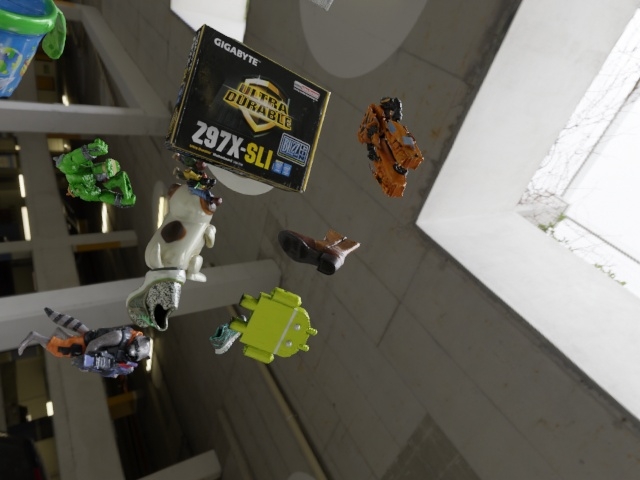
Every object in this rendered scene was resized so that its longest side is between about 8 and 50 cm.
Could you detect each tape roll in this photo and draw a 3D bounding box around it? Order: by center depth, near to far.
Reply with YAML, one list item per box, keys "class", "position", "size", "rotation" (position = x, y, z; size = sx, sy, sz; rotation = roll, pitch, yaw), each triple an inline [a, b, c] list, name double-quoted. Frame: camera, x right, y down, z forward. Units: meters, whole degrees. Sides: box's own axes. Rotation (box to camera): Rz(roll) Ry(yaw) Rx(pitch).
- class: "tape roll"
  position: [-0.343, -0.387, 1.905]
  size: [0.392, 0.392, 0.072]
  rotation: [-60, -175, 41]

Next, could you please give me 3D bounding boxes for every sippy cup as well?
- class: "sippy cup"
  position: [-0.697, -0.426, 0.855]
  size: [0.224, 0.305, 0.240]
  rotation: [-48, -131, 29]

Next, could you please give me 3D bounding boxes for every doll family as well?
- class: "doll family"
  position: [-0.335, -0.163, 1.165]
  size: [0.111, 0.193, 0.076]
  rotation: [20, -105, 17]

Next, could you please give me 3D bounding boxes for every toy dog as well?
- class: "toy dog"
  position: [-0.633, -0.057, 1.902]
  size: [0.284, 0.395, 0.408]
  rotation: [19, -94, 17]

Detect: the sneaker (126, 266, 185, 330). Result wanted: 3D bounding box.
- class: "sneaker"
  position: [-0.613, 0.256, 1.539]
  size: [0.410, 0.158, 0.182]
  rotation: [-46, -133, 43]

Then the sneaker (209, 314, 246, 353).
- class: "sneaker"
  position: [-0.331, 0.323, 1.507]
  size: [0.065, 0.166, 0.076]
  rotation: [-7, -56, 40]

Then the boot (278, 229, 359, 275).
- class: "boot"
  position: [0.000, 0.000, 1.636]
  size: [0.264, 0.280, 0.096]
  rotation: [24, -62, 13]

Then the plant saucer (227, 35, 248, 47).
- class: "plant saucer"
  position: [-0.365, -0.702, 1.656]
  size: [0.241, 0.241, 0.037]
  rotation: [-18, -124, 55]

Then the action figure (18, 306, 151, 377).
- class: "action figure"
  position: [-0.659, 0.293, 1.213]
  size: [0.341, 0.330, 0.179]
  rotation: [122, -25, -66]

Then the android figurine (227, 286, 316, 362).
- class: "android figurine"
  position: [-0.147, 0.275, 1.344]
  size: [0.248, 0.272, 0.056]
  rotation: [-62, -166, 8]

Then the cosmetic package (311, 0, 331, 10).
- class: "cosmetic package"
  position: [0.016, -0.727, 1.153]
  size: [0.060, 0.099, 0.239]
  rotation: [-49, -162, 48]

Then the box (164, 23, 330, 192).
- class: "box"
  position: [-0.152, -0.274, 0.939]
  size: [0.079, 0.322, 0.257]
  rotation: [14, -93, 56]

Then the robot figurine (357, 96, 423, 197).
- class: "robot figurine"
  position: [0.187, -0.275, 1.198]
  size: [0.211, 0.085, 0.291]
  rotation: [114, -33, -46]

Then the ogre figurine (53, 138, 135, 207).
- class: "ogre figurine"
  position: [-0.509, -0.142, 0.952]
  size: [0.197, 0.118, 0.097]
  rotation: [96, -12, -76]
